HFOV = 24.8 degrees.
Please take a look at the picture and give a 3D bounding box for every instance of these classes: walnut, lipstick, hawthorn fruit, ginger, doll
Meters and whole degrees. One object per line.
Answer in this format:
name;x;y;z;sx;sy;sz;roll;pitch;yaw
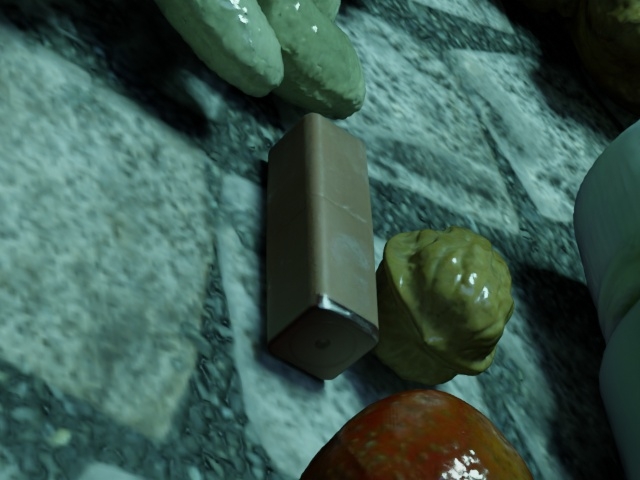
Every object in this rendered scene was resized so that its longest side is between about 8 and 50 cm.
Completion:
walnut;0.061;0.033;0.757;0.082;0.079;0.096;46;24;-10
lipstick;0.000;0.000;0.748;0.045;0.045;0.145;28;37;-26
hawthorn fruit;0.040;0.122;0.598;0.128;0.128;0.128;32;35;-26
ginger;0.267;-0.230;1.231;0.274;0.152;0.357;35;32;-21
doll;-0.062;-0.178;0.795;0.175;0.149;0.278;32;-1;44

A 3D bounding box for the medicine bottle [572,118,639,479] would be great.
medicine bottle;0.277;0.109;0.809;0.219;0.219;0.388;26;37;-32
